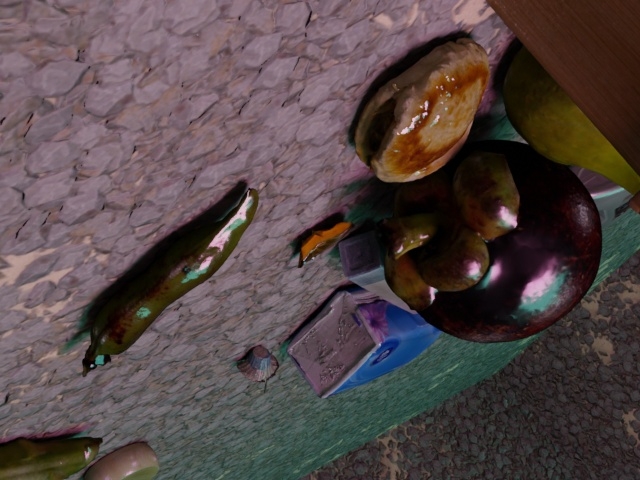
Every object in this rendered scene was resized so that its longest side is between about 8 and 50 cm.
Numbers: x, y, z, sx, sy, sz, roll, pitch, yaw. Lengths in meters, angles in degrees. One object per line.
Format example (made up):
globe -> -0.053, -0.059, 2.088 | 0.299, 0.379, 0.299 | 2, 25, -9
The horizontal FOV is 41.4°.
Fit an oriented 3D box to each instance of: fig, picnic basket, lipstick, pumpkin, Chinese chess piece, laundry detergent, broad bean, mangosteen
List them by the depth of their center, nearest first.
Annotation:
broad bean -> -0.195, 0.057, 1.031 | 0.339, 0.061, 0.077 | -40, 167, 16
fig -> 0.375, -0.163, 1.108 | 0.206, 0.275, 0.206 | -30, 158, -13
mangosteen -> 0.241, -0.006, 1.231 | 0.330, 0.330, 0.330 | -30, 159, -12
pumpkin -> 0.001, -0.001, 1.251 | 0.101, 0.035, 0.073 | -36, 171, -6
lipstick -> 0.129, 0.062, 1.458 | 0.068, 0.066, 0.317 | -20, 157, 20
picnic basket -> -0.115, 0.236, 1.559 | 0.083, 0.065, 0.083 | -20, 139, -45
Chinese chess piece -> -0.382, 0.446, 1.628 | 0.144, 0.058, 0.144 | -29, 157, -14
laundry detergent -> 0.610, -0.105, 1.834 | 0.264, 0.125, 0.398 | -34, 162, -3

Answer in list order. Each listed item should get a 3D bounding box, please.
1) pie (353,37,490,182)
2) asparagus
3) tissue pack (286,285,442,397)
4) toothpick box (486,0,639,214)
pie -> 0.132, -0.149, 1.039 | 0.179, 0.084, 0.205 | -26, 156, -21
asparagus -> -0.450, 0.336, 1.252 | 0.343, 0.082, 0.085 | 14, 92, -65
tissue pack -> 0.097, 0.183, 1.645 | 0.263, 0.146, 0.198 | -6, 145, -52
toothpick box -> 0.342, -0.210, 0.903 | 0.190, 0.308, 0.187 | -16, 153, -43
